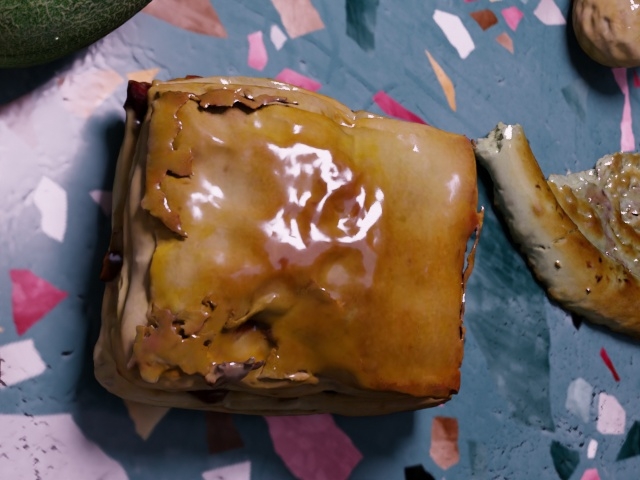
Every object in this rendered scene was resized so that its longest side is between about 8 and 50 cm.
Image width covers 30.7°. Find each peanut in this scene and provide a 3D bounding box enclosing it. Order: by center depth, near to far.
[{"bbox_3d":[0.333,-0.281,1.243,0.120,0.110,0.236,19,59,-5],"label":"peanut"}]

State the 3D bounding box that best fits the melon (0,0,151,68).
[{"bbox_3d":[-0.185,-0.240,0.850,0.182,0.182,0.287,52,56,-11],"label":"melon"}]

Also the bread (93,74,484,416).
[{"bbox_3d":[0.000,0.000,0.915,0.325,0.167,0.277,13,71,-31],"label":"bread"}]

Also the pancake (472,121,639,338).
[{"bbox_3d":[0.307,-0.009,1.184,0.377,0.054,0.197,26,64,-26],"label":"pancake"}]
